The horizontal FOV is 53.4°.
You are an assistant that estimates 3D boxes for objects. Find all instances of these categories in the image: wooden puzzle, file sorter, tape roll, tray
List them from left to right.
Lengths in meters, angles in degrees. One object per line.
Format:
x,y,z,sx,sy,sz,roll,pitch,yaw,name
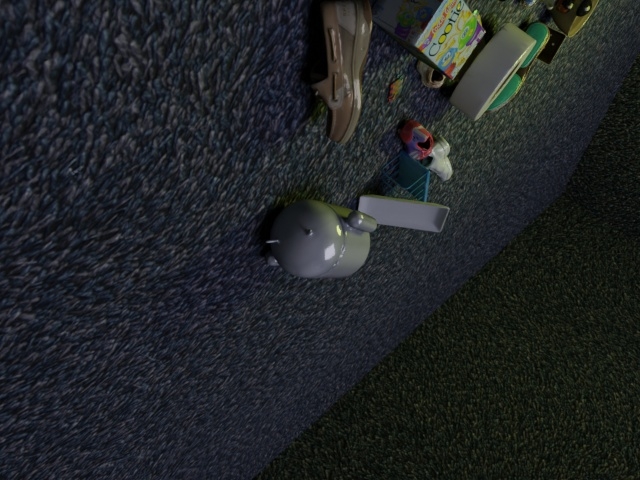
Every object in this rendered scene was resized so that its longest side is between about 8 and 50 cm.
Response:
0.198,-0.401,1.670,0.049,0.006,0.083,-40,154,-22,wooden puzzle
0.250,-0.090,1.953,0.145,0.270,0.030,94,5,-62,tray
0.257,-0.171,1.979,0.104,0.118,0.170,-39,154,-16,file sorter
0.505,-0.494,1.876,0.286,0.100,0.286,-51,173,-9,tape roll

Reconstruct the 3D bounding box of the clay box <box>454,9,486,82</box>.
0.389,-0.539,1.748,0.127,0.053,0.222,-52,156,3,clay box

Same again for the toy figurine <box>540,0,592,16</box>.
0.772,-0.792,1.926,0.209,0.148,0.213,-22,148,-48,toy figurine

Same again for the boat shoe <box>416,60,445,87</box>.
0.311,-0.450,1.733,0.063,0.059,0.170,-55,156,9,boat shoe

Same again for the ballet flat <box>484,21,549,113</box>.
0.627,-0.561,2.102,0.342,0.116,0.124,-58,175,8,ballet flat

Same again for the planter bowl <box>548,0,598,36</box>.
0.832,-0.777,2.113,0.162,0.109,0.162,-43,160,-19,planter bowl

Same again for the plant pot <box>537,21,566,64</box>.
0.767,-0.676,2.168,0.096,0.109,0.109,-38,157,-57,plant pot

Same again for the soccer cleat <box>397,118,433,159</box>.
0.303,-0.287,1.912,0.083,0.095,0.248,-52,156,3,soccer cleat

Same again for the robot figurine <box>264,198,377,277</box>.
0.000,0.000,1.665,0.300,0.199,0.353,-28,165,22,robot figurine

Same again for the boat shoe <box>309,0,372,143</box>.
0.029,-0.350,1.343,0.110,0.121,0.341,-3,137,-9,boat shoe

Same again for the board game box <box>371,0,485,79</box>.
0.249,-0.495,1.454,0.142,0.144,0.275,-56,155,14,board game box

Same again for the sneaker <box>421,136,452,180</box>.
0.384,-0.260,2.142,0.094,0.080,0.212,-35,148,-6,sneaker

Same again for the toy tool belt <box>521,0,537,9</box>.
0.630,-0.735,1.894,0.083,0.052,0.051,-61,163,21,toy tool belt
